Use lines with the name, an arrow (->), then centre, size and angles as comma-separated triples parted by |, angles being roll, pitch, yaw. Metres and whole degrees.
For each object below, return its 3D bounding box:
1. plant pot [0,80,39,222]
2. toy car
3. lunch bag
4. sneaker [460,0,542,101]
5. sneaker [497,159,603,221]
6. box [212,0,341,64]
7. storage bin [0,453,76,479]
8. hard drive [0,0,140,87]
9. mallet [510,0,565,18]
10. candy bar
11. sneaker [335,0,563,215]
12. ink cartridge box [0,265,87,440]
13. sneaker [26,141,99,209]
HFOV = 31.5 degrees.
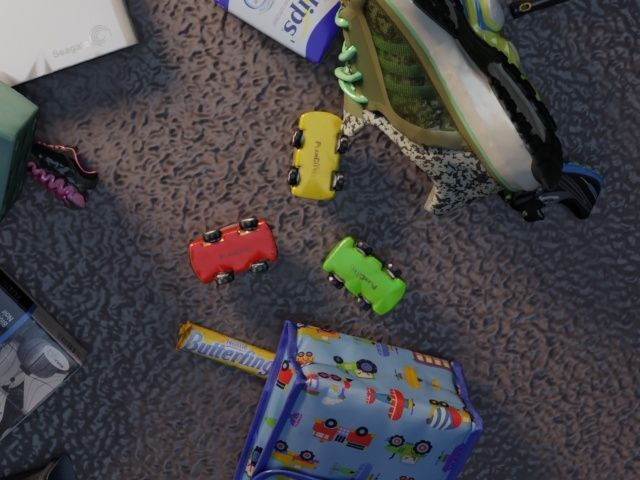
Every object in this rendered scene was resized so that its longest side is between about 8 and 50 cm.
plant pot -> -0.421, -0.107, 1.157 | 0.234, 0.166, 0.165 | 16, 112, -7
toy car -> 0.000, 0.000, 1.287 | 0.225, 0.053, 0.239 | 40, 95, -11
lunch bag -> 0.022, 0.267, 1.313 | 0.221, 0.138, 0.293 | 15, 114, -13
sneaker -> 0.147, -0.203, 1.244 | 0.126, 0.091, 0.240 | -30, 102, 2
sneaker -> 0.229, -0.062, 1.288 | 0.188, 0.067, 0.078 | 9, 93, -9
box -> -0.030, -0.278, 1.224 | 0.137, 0.072, 0.126 | 29, 97, -10
storage bin -> -0.329, 0.329, 1.303 | 0.091, 0.098, 0.135 | -12, 101, 8
hard drive -> -0.342, -0.324, 1.207 | 0.203, 0.040, 0.308 | -19, 101, -1
mallet -> 0.310, -0.280, 1.274 | 0.189, 0.039, 0.062 | -25, 98, 4
candy bar -> -0.092, 0.136, 1.322 | 0.161, 0.018, 0.040 | 21, 98, -9
sneaker -> 0.067, -0.180, 1.157 | 0.182, 0.158, 0.410 | -33, 101, 27
ink cartridge box -> -0.440, 0.187, 1.280 | 0.332, 0.065, 0.165 | -43, 101, 4
sneaker -> -0.297, -0.088, 1.257 | 0.119, 0.047, 0.057 | 40, 73, -11
